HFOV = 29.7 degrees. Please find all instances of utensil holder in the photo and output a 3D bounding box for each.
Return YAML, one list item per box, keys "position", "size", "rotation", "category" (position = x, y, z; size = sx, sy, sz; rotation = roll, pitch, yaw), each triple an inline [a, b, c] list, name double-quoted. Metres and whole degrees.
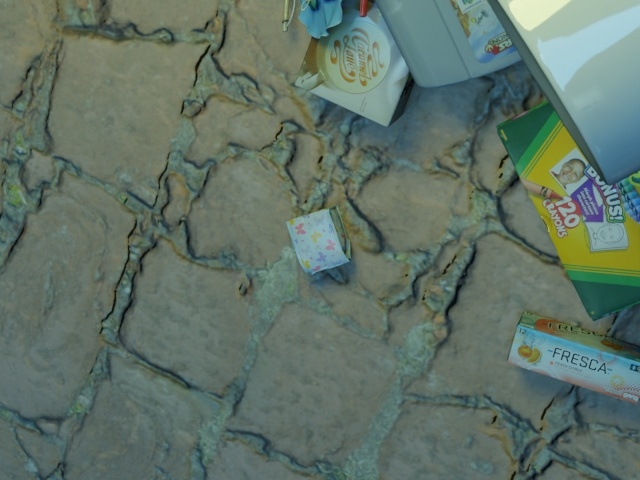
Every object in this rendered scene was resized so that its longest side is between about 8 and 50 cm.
- position: [0.395, -0.281, 1.280]
  size: [0.385, 0.327, 0.327]
  rotation: [-33, 95, 10]
  category: "utensil holder"

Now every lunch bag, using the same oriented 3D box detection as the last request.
- position: [0.000, 0.000, 1.704]
  size: [0.071, 0.053, 0.083]
  rotation: [-18, 91, 21]
  category: "lunch bag"

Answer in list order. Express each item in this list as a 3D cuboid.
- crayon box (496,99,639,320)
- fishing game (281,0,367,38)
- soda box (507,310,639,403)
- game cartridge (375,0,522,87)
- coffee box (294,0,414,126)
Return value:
- position: [0.362, -0.060, 1.520]
  size: [0.165, 0.081, 0.278]
  rotation: [-27, 90, 31]
  category: "crayon box"
- position: [-0.002, -0.346, 1.494]
  size: [0.041, 0.264, 0.189]
  rotation: [2, 98, -23]
  category: "fishing game"
- position: [0.349, 0.156, 1.631]
  size: [0.183, 0.058, 0.063]
  rotation: [17, 112, 12]
  category: "soda box"
- position: [0.219, -0.314, 1.455]
  size: [0.297, 0.062, 0.198]
  rotation: [-28, 114, 5]
  category: "game cartridge"
- position: [0.080, -0.291, 1.556]
  size: [0.141, 0.098, 0.246]
  rotation: [26, 113, 9]
  category: "coffee box"
